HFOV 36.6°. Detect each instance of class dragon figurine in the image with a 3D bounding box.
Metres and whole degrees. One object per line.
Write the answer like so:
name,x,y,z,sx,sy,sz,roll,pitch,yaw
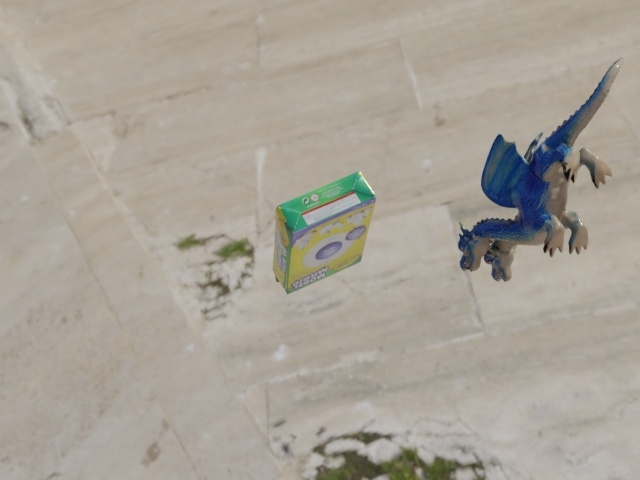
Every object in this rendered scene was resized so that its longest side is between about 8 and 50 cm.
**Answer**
dragon figurine,0.237,-0.072,1.081,0.085,0.289,0.144,-6,25,-39

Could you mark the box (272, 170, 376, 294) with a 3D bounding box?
box,0.000,0.000,1.099,0.105,0.179,0.043,-24,69,-15
